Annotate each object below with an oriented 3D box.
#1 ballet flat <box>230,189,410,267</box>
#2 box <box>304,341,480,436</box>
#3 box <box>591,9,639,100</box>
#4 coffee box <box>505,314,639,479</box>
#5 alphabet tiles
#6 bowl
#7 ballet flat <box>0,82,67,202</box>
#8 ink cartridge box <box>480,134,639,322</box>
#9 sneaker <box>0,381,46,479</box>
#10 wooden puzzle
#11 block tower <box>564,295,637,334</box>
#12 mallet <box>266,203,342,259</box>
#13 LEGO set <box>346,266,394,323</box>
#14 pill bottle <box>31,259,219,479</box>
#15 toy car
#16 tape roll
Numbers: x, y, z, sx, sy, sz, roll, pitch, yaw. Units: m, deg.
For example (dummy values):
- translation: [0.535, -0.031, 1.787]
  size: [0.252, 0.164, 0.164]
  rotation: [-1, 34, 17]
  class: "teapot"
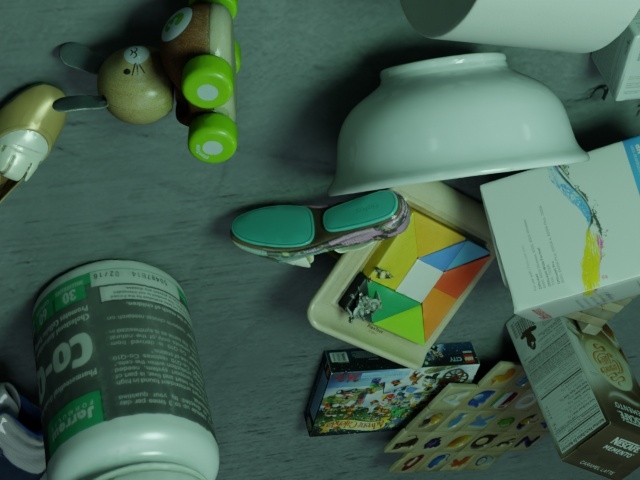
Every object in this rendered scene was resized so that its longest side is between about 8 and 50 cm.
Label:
- translation: [0.003, -0.008, 1.600]
  size: [0.222, 0.076, 0.079]
  rotation: [-11, 142, 10]
  class: "ballet flat"
- translation: [0.105, 0.223, 1.962]
  size: [0.233, 0.044, 0.159]
  rotation: [-2, 137, -17]
  class: "box"
- translation: [0.383, -0.228, 1.525]
  size: [0.101, 0.087, 0.102]
  rotation: [-6, 139, -12]
  class: "box"
- translation: [0.378, 0.205, 1.883]
  size: [0.141, 0.246, 0.098]
  rotation: [23, 126, -37]
  class: "coffee box"
- translation: [0.269, 0.281, 2.063]
  size: [0.343, 0.011, 0.285]
  rotation: [7, 135, -41]
  class: "alphabet tiles"
- translation: [0.144, -0.133, 1.468]
  size: [0.298, 0.134, 0.298]
  rotation: [-9, -178, 0]
  class: "bowl"
- translation: [-0.351, -0.075, 1.448]
  size: [0.080, 0.073, 0.232]
  rotation: [24, 125, -38]
  class: "ballet flat"
- translation: [0.337, -0.012, 1.624]
  size: [0.233, 0.168, 0.171]
  rotation: [-17, 167, 13]
  class: "ink cartridge box"
- translation: [-0.507, 0.253, 1.736]
  size: [0.323, 0.130, 0.236]
  rotation: [21, 117, -30]
  class: "sneaker"
- translation: [0.121, 0.042, 1.697]
  size: [0.221, 0.044, 0.238]
  rotation: [25, 99, -38]
  class: "wooden puzzle"
- translation: [0.436, -0.014, 1.781]
  size: [0.097, 0.091, 0.335]
  rotation: [16, 129, -32]
  class: "block tower"
- translation: [0.000, 0.000, 1.691]
  size: [0.190, 0.062, 0.039]
  rotation: [38, 110, -27]
  class: "mallet"
- translation: [0.062, 0.074, 1.645]
  size: [0.054, 0.023, 0.083]
  rotation: [5, 116, -31]
  class: "LEGO set"
- translation: [-0.235, 0.216, 1.593]
  size: [0.204, 0.361, 0.204]
  rotation: [-10, 138, -9]
  class: "pill bottle"
- translation: [-0.179, -0.175, 1.353]
  size: [0.189, 0.155, 0.149]
  rotation: [-1, 138, 0]
  class: "toy car"
- translation: [0.193, -0.307, 1.252]
  size: [0.169, 0.246, 0.246]
  rotation: [2, 136, -22]
  class: "tape roll"
